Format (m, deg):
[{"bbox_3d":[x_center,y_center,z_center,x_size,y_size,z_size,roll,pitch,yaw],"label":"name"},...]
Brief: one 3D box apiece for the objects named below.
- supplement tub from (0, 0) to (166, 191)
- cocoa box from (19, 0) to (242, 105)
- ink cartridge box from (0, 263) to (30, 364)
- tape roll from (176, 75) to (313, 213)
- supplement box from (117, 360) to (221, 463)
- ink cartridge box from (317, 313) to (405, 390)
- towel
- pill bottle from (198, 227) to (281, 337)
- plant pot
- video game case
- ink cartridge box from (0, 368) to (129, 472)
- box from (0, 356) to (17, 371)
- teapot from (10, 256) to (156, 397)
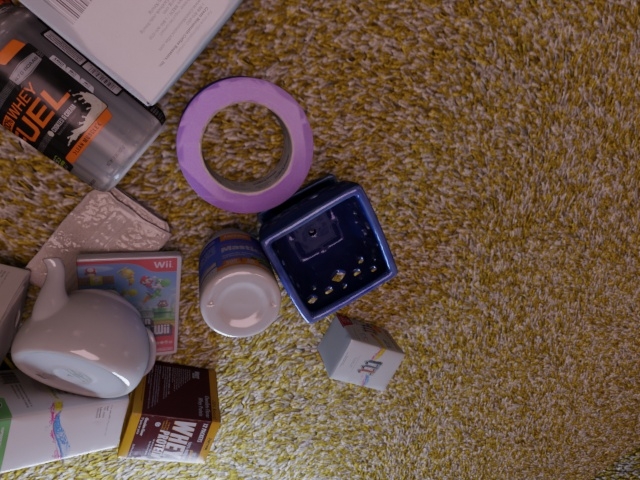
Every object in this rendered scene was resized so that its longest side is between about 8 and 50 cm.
[{"bbox_3d":[-0.450,-0.248,0.757,0.316,0.193,0.193,40,96,-26],"label":"supplement tub"},{"bbox_3d":[-0.257,-0.433,0.718,0.231,0.228,0.347,39,97,-26],"label":"cocoa box"},{"bbox_3d":[-0.714,0.138,0.829,0.233,0.168,0.171,17,123,-22],"label":"ink cartridge box"},{"bbox_3d":[-0.158,-0.199,0.922,0.275,0.090,0.274,-6,112,-14],"label":"tape roll"},{"bbox_3d":[-0.358,0.407,1.053,0.194,0.191,0.129,16,106,-23],"label":"supplement box"},{"bbox_3d":[0.108,0.302,1.184,0.176,0.128,0.127,22,104,-24],"label":"ink cartridge box"},{"bbox_3d":[-0.473,0.024,0.942,0.187,0.049,0.282,39,97,-25],"label":"towel"},{"bbox_3d":[-0.178,0.069,0.923,0.153,0.272,0.152,-6,114,-14],"label":"pill bottle"},{"bbox_3d":[0.000,0.000,0.981,0.236,0.212,0.235,-29,117,-4],"label":"plant pot"},{"bbox_3d":[-0.424,0.153,0.986,0.204,0.025,0.284,-1,120,-24],"label":"video game case"},{"bbox_3d":[-0.576,0.351,0.897,0.278,0.202,0.116,11,94,-48],"label":"ink cartridge box"},{"bbox_3d":[-0.771,0.400,0.904,0.322,0.079,0.256,-39,124,-37],"label":"box"},{"bbox_3d":[-0.446,0.185,0.873,0.253,0.187,0.256,21,137,-15],"label":"teapot"}]
